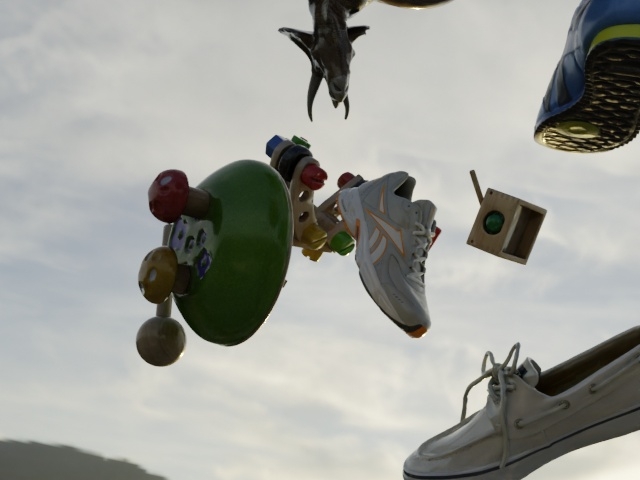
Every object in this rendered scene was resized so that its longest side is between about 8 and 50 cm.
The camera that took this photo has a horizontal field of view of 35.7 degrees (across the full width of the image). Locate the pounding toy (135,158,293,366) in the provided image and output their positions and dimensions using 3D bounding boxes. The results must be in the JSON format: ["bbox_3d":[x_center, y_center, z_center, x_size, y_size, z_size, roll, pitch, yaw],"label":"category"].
[{"bbox_3d":[-0.135,0.012,0.958,0.110,0.183,0.237,14,-30,-33],"label":"pounding toy"}]

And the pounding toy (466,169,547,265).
[{"bbox_3d":[0.322,-0.041,1.798,0.100,0.130,0.141,25,7,41],"label":"pounding toy"}]

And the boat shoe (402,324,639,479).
[{"bbox_3d":[0.257,0.195,1.240,0.367,0.136,0.156,-22,-75,8],"label":"boat shoe"}]

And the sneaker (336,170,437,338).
[{"bbox_3d":[0.109,0.005,1.320,0.121,0.262,0.099,-30,-38,14],"label":"sneaker"}]

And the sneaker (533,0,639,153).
[{"bbox_3d":[0.201,-0.125,0.698,0.069,0.082,0.209,9,-17,2],"label":"sneaker"}]

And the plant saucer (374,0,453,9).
[{"bbox_3d":[0.031,-0.297,0.717,0.278,0.278,0.041,29,-28,-36],"label":"plant saucer"}]

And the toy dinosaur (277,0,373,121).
[{"bbox_3d":[0.043,-0.286,0.985,0.121,0.313,0.160,27,-27,1],"label":"toy dinosaur"}]

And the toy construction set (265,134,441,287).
[{"bbox_3d":[0.000,0.000,1.579,0.309,0.237,0.257,33,7,12],"label":"toy construction set"}]
